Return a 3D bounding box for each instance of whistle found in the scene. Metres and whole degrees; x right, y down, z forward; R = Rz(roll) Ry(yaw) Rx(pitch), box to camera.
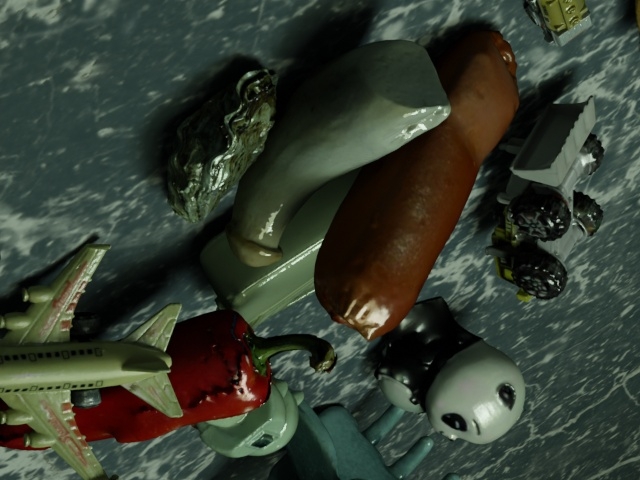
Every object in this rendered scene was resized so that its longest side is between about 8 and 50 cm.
[{"bbox_3d":[-0.089,0.192,2.141,0.101,0.106,0.253,-68,161,-2],"label":"whistle"}]

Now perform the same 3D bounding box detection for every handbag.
[{"bbox_3d":[0.000,0.000,1.942,0.256,0.079,0.219,-33,163,-5],"label":"handbag"}]

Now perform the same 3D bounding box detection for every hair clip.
[{"bbox_3d":[0.044,0.356,2.355,0.238,0.318,0.392,-10,144,-45],"label":"hair clip"}]

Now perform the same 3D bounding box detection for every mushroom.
[{"bbox_3d":[0.001,-0.084,1.736,0.103,0.118,0.270,15,137,-37],"label":"mushroom"}]

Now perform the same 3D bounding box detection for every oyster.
[{"bbox_3d":[-0.091,-0.081,1.696,0.177,0.064,0.125,-56,165,19],"label":"oyster"}]

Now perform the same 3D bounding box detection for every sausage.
[{"bbox_3d":[0.091,-0.058,1.789,0.097,0.094,0.348,52,54,-37],"label":"sausage"}]

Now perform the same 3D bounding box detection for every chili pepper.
[{"bbox_3d":[-0.165,0.143,1.864,0.388,0.110,0.110,-17,159,13],"label":"chili pepper"}]

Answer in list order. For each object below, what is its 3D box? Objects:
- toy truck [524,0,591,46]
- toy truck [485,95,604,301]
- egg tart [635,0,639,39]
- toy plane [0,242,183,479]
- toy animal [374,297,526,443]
[{"bbox_3d":[0.223,-0.229,1.811,0.052,0.063,0.123,-36,156,1],"label":"toy truck"},{"bbox_3d":[0.243,-0.045,2.113,0.136,0.111,0.286,-58,159,-31],"label":"toy truck"},{"bbox_3d":[0.474,-0.268,1.946,0.341,0.129,0.341,-28,147,-21],"label":"egg tart"},{"bbox_3d":[-0.248,0.116,1.765,0.244,0.229,0.092,-1,-171,-10],"label":"toy plane"},{"bbox_3d":[0.162,0.173,2.348,0.138,0.179,0.166,-49,163,-2],"label":"toy animal"}]
